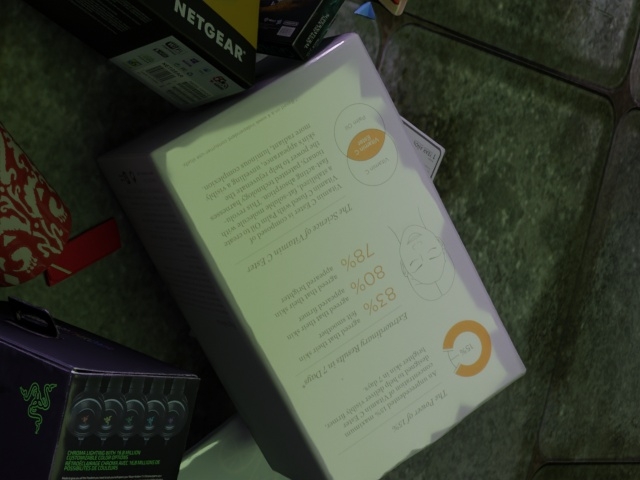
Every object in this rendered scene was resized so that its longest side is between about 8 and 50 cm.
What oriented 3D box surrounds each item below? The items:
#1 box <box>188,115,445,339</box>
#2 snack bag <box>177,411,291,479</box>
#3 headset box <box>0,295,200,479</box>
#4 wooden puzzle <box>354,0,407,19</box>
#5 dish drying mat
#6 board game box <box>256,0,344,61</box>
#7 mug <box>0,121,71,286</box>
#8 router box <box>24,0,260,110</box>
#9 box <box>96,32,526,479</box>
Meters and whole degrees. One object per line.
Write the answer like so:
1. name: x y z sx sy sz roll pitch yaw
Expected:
1. box: 0.000 0.000 1.420 0.169 0.087 0.289 29 80 -48
2. snack bag: -0.117 0.333 1.399 0.342 0.037 0.323 -37 126 -21
3. headset box: -0.243 0.187 1.093 0.131 0.246 0.283 10 96 -49
4. wooden puzzle: 0.076 -0.281 1.469 0.079 0.014 0.116 21 87 -48
5. dish drying mat: -0.212 0.010 1.251 0.083 0.008 0.032 -31 123 -37
6. board game box: -0.052 -0.221 1.217 0.126 0.186 0.026 -58 136 -16
7. mug: -0.292 -0.042 1.097 0.169 0.150 0.113 54 26 -47
8. router box: -0.164 -0.278 1.085 0.309 0.081 0.242 33 51 -48
9. box: -0.008 0.022 1.246 0.215 0.168 0.345 -32 105 -20
